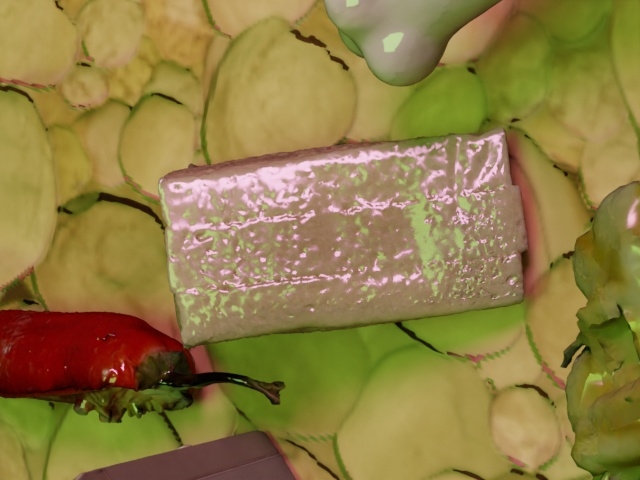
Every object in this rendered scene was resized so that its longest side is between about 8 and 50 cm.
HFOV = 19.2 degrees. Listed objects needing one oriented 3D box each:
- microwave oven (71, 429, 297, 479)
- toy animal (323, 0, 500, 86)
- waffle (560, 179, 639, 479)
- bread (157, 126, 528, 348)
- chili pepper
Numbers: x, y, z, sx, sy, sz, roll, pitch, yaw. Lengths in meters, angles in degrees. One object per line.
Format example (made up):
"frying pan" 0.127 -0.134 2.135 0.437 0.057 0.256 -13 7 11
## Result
"microwave oven" -0.093 0.227 0.821 0.240 0.145 0.194 -42 68 30
"toy animal" 0.146 -0.178 0.609 0.363 0.180 0.181 -23 74 57
"waffle" 0.218 0.066 0.589 0.317 0.073 0.297 28 122 16
"bread" 0.009 -0.001 0.798 0.152 0.105 0.077 -6 91 4
"chili pepper" -0.125 0.057 0.882 0.268 0.059 0.051 0 86 41
